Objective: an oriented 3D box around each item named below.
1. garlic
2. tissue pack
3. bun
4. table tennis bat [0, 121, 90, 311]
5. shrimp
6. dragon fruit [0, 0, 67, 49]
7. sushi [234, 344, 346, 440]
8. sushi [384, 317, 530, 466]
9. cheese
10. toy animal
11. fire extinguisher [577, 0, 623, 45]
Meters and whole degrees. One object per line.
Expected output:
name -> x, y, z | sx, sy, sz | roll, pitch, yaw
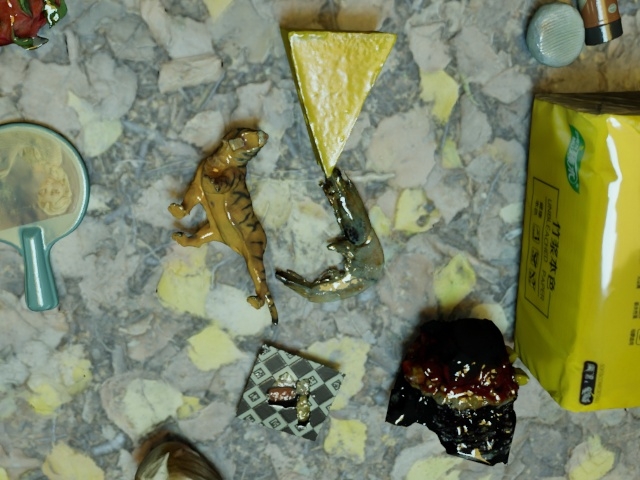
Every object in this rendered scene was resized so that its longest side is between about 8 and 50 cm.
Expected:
garlic -> -0.171, 0.358, 0.999 | 0.090, 0.128, 0.198 | -40, 107, -13
tissue pack -> 0.426, 0.004, 0.944 | 0.294, 0.228, 0.381 | -3, 106, -7
bun -> 0.298, -0.262, 0.934 | 0.083, 0.045, 0.083 | -4, 111, -10
table tennis bat -> -0.356, -0.026, 0.898 | 0.149, 0.038, 0.237 | -4, 105, -9
shrimp -> -0.001, -0.001, 0.971 | 0.148, 0.035, 0.195 | -23, 111, 0
dragon fruit -> -0.385, -0.276, 0.762 | 0.236, 0.137, 0.135 | 21, 139, -14
sushi -> -0.044, 0.211, 1.032 | 0.126, 0.026, 0.120 | 21, 105, -11
sushi -> 0.194, 0.185, 1.000 | 0.172, 0.153, 0.150 | 14, 126, 6
cheese -> 0.012, -0.168, 0.887 | 0.126, 0.093, 0.171 | 0, 108, -13
toy animal -> -0.103, -0.008, 0.927 | 0.116, 0.114, 0.255 | -40, 123, -42
fire extinguisher -> 0.337, -0.336, 0.913 | 0.062, 0.050, 0.177 | -34, 113, -35
